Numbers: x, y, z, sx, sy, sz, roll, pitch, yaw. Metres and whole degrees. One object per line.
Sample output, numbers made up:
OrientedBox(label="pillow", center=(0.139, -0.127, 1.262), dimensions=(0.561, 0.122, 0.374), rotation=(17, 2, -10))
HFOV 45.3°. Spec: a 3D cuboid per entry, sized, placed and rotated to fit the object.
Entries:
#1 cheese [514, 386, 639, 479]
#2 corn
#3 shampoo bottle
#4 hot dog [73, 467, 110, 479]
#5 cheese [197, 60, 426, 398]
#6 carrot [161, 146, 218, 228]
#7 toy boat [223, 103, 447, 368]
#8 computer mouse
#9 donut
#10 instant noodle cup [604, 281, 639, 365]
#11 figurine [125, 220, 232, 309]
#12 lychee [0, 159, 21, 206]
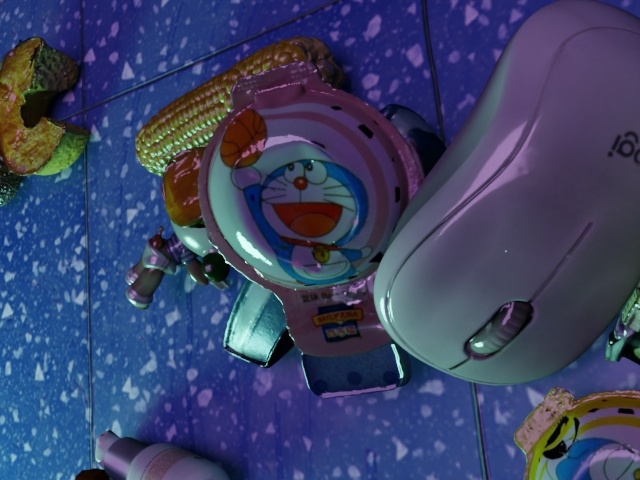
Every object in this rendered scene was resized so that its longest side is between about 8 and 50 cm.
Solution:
OrientedBox(label="cheese", center=(0.247, 0.202, 0.528), dimensions=(0.250, 0.064, 0.156), rotation=(40, 107, 20))
OrientedBox(label="corn", center=(-0.092, -0.132, 0.801), dimensions=(0.260, 0.091, 0.091), rotation=(-20, 75, 36))
OrientedBox(label="shampoo bottle", center=(-0.174, 0.250, 0.808), dimensions=(0.192, 0.074, 0.073), rotation=(4, 85, 44))
OrientedBox(label="hot dog", center=(-0.251, 0.329, 0.847), dimensions=(0.065, 0.099, 0.147), rotation=(-13, 71, -14))
OrientedBox(label="cheese", center=(0.000, 0.000, 0.622), dimensions=(0.189, 0.074, 0.285), rotation=(-10, 107, 16))
OrientedBox(label="carrot", center=(-0.057, -0.052, 0.711), dimensions=(0.082, 0.173, 0.082), rotation=(6, 98, 46))
OrientedBox(label="toy boat", center=(0.004, 0.010, 0.711), dimensions=(0.062, 0.096, 0.299), rotation=(46, 110, 22))
OrientedBox(label="computer mouse", center=(0.168, -0.023, 0.549), dimensions=(0.296, 0.184, 0.121), rotation=(-59, 19, 3))
OrientedBox(label="donut", center=(-0.373, -0.165, 1.013), dimensions=(0.146, 0.078, 0.181), rotation=(-28, 74, 30))
OrientedBox(label="instant noodle cup", center=(0.317, 0.045, 0.429), dimensions=(0.236, 0.216, 0.215), rotation=(35, 103, 26))
OrientedBox(label="figurine", center=(-0.128, -0.004, 0.809), dimensions=(0.197, 0.094, 0.147), rotation=(-52, 36, 26))
OrientedBox(label="lychee", center=(-0.451, -0.079, 1.055), dimensions=(0.083, 0.068, 0.067), rotation=(-21, 70, 12))
